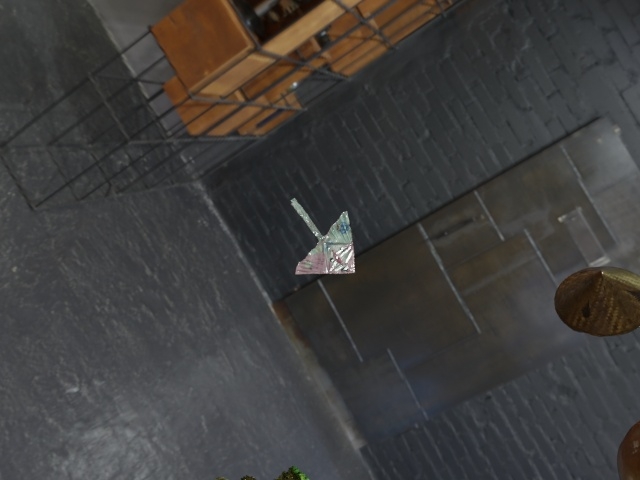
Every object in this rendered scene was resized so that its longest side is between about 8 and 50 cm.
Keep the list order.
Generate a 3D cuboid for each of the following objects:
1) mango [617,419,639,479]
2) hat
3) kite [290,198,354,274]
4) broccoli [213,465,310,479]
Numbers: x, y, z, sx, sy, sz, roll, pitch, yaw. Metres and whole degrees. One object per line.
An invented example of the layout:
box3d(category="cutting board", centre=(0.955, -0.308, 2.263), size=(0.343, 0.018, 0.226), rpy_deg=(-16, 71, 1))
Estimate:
box3d(category="mango", centre=(0.655, 0.462, 1.159), size=(0.173, 0.211, 0.317), rpy_deg=(-8, 66, -30))
box3d(category="hat", centre=(0.425, 0.069, 0.989), size=(0.146, 0.146, 0.067), rpy_deg=(-98, 168, -51))
box3d(category="kite", centre=(0.000, 0.000, 1.024), size=(0.152, 0.137, 0.005), rpy_deg=(43, -22, -11))
box3d(category="broccoli", centre=(-0.140, 0.546, 1.252), size=(0.269, 0.269, 0.254), rpy_deg=(48, 10, -33))
